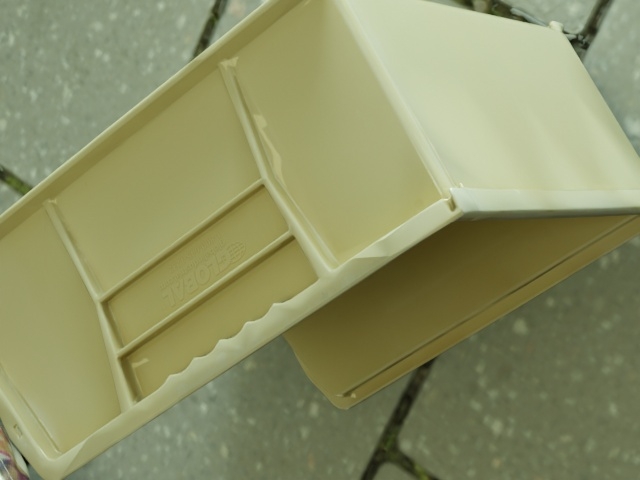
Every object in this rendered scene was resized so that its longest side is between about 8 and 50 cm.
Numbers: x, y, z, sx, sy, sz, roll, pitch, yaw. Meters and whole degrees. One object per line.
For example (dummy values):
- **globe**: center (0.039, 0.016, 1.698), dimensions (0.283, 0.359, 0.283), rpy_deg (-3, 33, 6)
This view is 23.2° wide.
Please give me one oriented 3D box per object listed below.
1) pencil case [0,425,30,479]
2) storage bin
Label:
- **pencil case**: center (-0.302, 0.066, 1.007), dimensions (0.183, 0.160, 0.410), rpy_deg (-37, 74, 42)
- **storage bin**: center (0.000, 0.000, 0.764), dimensions (0.260, 0.262, 0.123), rpy_deg (-35, 75, 28)
